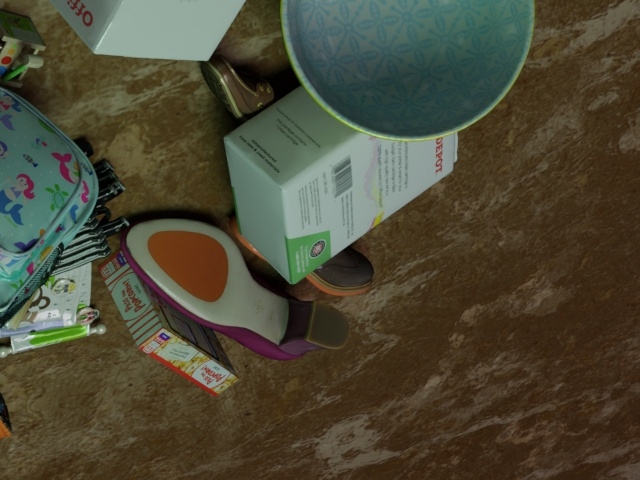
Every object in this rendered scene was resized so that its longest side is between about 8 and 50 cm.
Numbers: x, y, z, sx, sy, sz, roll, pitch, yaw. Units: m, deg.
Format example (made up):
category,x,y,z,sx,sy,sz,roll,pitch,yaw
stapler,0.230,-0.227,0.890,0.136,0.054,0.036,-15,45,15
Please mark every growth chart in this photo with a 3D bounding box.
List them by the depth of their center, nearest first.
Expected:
category,x,y,z,sx,sy,sz,roll,pitch,yaw
growth chart,-0.358,0.062,1.901,0.172,0.021,0.237,-17,141,-19

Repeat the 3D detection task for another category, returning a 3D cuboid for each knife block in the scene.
category,x,y,z,sx,sy,sz,roll,pitch,yaw
knife block,-0.372,-0.026,1.749,0.275,0.242,0.088,11,145,17

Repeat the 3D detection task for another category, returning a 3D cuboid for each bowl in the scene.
category,x,y,z,sx,sy,sz,roll,pitch,yaw
bowl,0.086,-0.255,1.715,0.289,0.289,0.156,-27,-174,-7

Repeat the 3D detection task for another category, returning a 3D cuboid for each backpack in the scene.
category,x,y,z,sx,sy,sz,roll,pitch,yaw
backpack,-0.354,-0.047,1.558,0.191,0.225,0.253,-46,-175,39

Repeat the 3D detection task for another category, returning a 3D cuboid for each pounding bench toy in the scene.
category,x,y,z,sx,sy,sz,roll,pitch,yaw
pounding bench toy,-0.326,-0.189,1.570,0.052,0.083,0.065,10,127,-44

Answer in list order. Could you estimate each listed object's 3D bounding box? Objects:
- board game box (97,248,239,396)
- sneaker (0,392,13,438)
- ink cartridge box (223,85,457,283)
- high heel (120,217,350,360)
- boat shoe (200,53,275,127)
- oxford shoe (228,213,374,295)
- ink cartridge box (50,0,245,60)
category,x,y,z,sx,sy,sz,roll,pitch,yaw
board game box,-0.197,0.108,1.969,0.045,0.147,0.193,-38,144,8
sneaker,-0.470,0.206,1.939,0.087,0.083,0.221,-23,142,-4
ink cartridge box,0.031,-0.108,1.855,0.278,0.117,0.201,-36,150,-20
high heel,-0.148,0.076,2.023,0.377,0.127,0.181,32,156,-34
boat shoe,-0.090,-0.176,1.788,0.060,0.064,0.178,-41,152,-2
oxford shoe,0.000,0.000,2.036,0.098,0.097,0.271,-48,141,14
ink cartridge box,-0.154,-0.316,1.457,0.168,0.171,0.233,-3,136,-50
